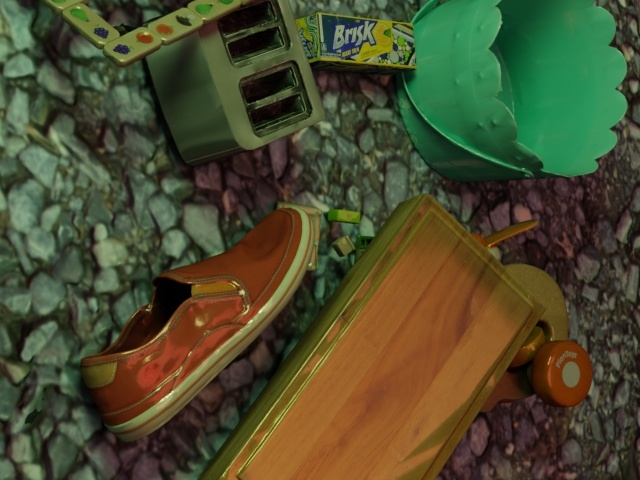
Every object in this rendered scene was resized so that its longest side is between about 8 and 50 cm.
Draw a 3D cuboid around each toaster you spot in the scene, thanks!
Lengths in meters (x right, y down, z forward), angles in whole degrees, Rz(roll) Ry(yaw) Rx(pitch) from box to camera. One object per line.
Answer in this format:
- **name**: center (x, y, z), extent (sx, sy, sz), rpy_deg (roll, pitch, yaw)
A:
- **toaster**: center (-0.097, -0.180, 1.484), extent (0.185, 0.110, 0.168), rpy_deg (-26, 101, -43)

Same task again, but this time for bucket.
- **bucket**: center (0.239, -0.203, 1.763), extent (0.281, 0.183, 0.281), rpy_deg (9, 77, -43)

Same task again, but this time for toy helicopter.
- **toy helicopter**: center (0.168, 0.095, 1.691), extent (0.355, 0.140, 0.235), rpy_deg (-2, 89, -35)

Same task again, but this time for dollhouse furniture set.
- **dollhouse furniture set**: center (0.000, 0.000, 1.613), extent (0.151, 0.058, 0.076), rpy_deg (7, 86, -24)

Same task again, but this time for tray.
- **tray**: center (0.067, 0.166, 1.537), extent (0.203, 0.076, 0.411), rpy_deg (43, 65, -13)

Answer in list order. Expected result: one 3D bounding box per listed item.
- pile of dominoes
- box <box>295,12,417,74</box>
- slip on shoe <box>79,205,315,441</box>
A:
- **pile of dominoes**: center (-0.176, -0.286, 1.391), extent (0.196, 0.040, 0.251), rpy_deg (39, 47, 16)
- **box**: center (0.039, -0.234, 1.663), extent (0.169, 0.054, 0.059), rpy_deg (-2, 86, -45)
- **slip on shoe**: center (-0.119, 0.063, 1.429), extent (0.331, 0.123, 0.101), rpy_deg (-46, 111, -33)
